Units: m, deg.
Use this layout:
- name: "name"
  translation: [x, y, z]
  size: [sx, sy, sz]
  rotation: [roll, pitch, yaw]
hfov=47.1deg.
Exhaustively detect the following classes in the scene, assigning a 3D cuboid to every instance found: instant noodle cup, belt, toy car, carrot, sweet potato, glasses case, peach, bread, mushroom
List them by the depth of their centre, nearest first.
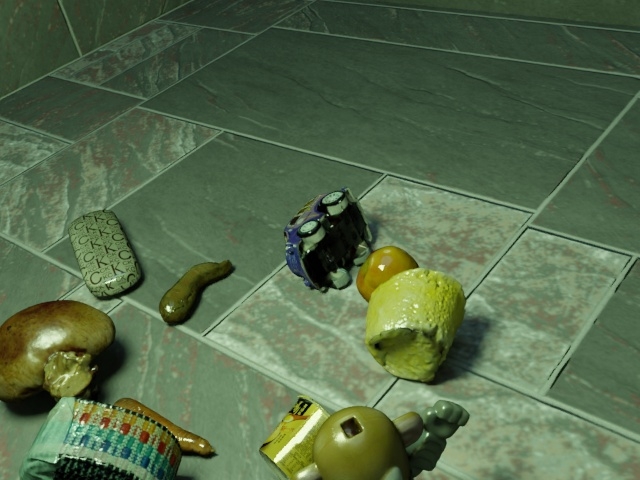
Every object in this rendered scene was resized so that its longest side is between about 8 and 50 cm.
- name: "instant noodle cup"
  translation: [-0.023, 0.357, 1.249]
  size: [0.122, 0.151, 0.151]
  rotation: [-44, 46, -19]
- name: "belt"
  translation: [-0.375, 0.384, 1.251]
  size: [0.258, 0.207, 0.150]
  rotation: [10, 38, 2]
- name: "carrot"
  translation: [-0.304, 0.358, 1.394]
  size: [0.248, 0.059, 0.059]
  rotation: [16, 45, 29]
- name: "bread"
  translation: [0.181, 0.158, 1.406]
  size: [0.197, 0.197, 0.170]
  rotation: [0, 43, 17]
- name: "mushroom"
  translation: [-0.552, 0.232, 1.517]
  size: [0.283, 0.195, 0.263]
  rotation: [23, 43, 38]
- name: "peach"
  translation: [0.149, 0.078, 1.565]
  size: [0.138, 0.138, 0.138]
  rotation: [-8, 36, 6]
- name: "toy car"
  translation: [0.000, 0.000, 1.706]
  size: [0.158, 0.172, 0.235]
  rotation: [0, 37, 44]
- name: "sweet potato"
  translation: [-0.300, 0.112, 1.718]
  size: [0.081, 0.062, 0.233]
  rotation: [24, 44, 19]
- name: "glasses case"
  translation: [-0.557, 0.025, 1.884]
  size: [0.137, 0.085, 0.354]
  rotation: [-24, 38, -14]

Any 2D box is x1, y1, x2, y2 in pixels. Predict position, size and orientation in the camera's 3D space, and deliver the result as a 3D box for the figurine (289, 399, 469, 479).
- name: "figurine"
  translation: [0.067, 0.360, 1.088]
  size: [0.167, 0.284, 0.342]
  rotation: [20, 45, 39]
